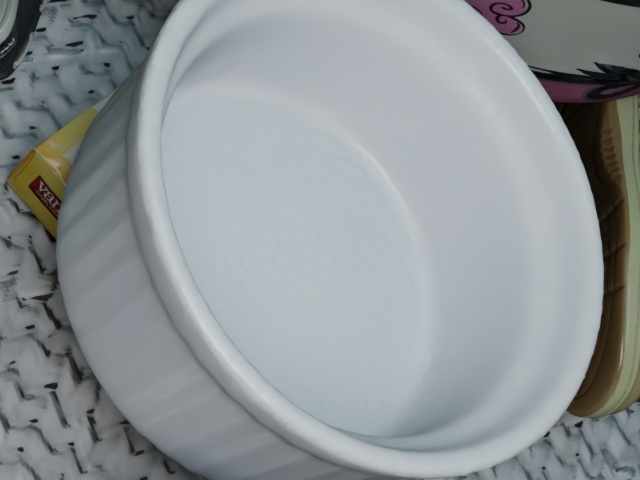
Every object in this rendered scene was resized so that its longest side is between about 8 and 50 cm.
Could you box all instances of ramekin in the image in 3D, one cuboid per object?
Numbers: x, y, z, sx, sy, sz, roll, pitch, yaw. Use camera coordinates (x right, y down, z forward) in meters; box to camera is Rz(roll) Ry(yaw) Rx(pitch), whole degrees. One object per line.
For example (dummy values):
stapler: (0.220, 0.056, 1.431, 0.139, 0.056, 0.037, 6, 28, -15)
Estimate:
ramekin: (0.000, 0.000, 0.817, 0.277, 0.135, 0.277, 15, 62, -30)

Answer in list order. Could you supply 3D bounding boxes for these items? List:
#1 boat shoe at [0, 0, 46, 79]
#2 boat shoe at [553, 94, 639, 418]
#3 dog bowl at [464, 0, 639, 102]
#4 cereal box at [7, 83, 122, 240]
boat shoe: (-0.174, -0.146, 0.898, 0.046, 0.038, 0.125, -2, 54, 10)
boat shoe: (0.203, -0.010, 1.043, 0.089, 0.104, 0.285, 21, 56, -21)
dog bowl: (0.145, -0.264, 1.046, 0.408, 0.150, 0.408, 10, 53, -14)
cereal box: (-0.041, -0.039, 0.928, 0.173, 0.047, 0.240, 50, 49, -3)
